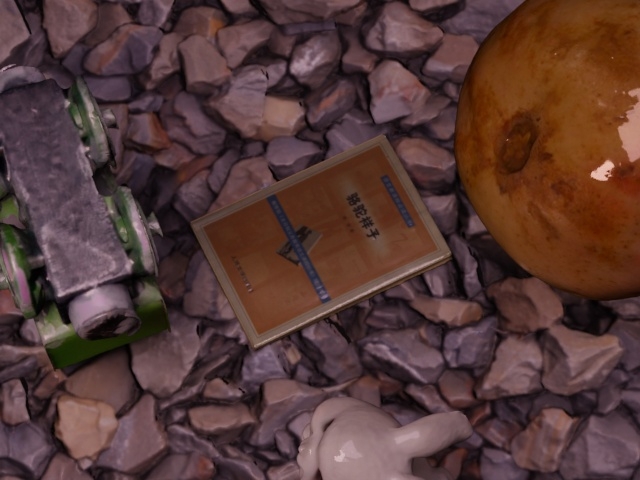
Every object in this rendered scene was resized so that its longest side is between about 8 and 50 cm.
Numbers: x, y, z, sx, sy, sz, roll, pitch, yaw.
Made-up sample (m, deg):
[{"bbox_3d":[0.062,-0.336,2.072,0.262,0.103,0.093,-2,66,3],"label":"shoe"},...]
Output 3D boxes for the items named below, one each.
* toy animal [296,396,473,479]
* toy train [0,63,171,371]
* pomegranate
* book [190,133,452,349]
[{"bbox_3d":[0.061,0.235,1.896,0.178,0.193,0.127,11,69,-2],"label":"toy animal"},{"bbox_3d":[-0.268,-0.017,1.976,0.173,0.249,0.307,-21,69,-9],"label":"toy train"},{"bbox_3d":[0.310,-0.102,1.969,0.338,0.338,0.338,-1,68,2],"label":"pomegranate"},{"bbox_3d":[0.000,0.000,2.083,0.242,0.018,0.170,-26,68,-8],"label":"book"}]
